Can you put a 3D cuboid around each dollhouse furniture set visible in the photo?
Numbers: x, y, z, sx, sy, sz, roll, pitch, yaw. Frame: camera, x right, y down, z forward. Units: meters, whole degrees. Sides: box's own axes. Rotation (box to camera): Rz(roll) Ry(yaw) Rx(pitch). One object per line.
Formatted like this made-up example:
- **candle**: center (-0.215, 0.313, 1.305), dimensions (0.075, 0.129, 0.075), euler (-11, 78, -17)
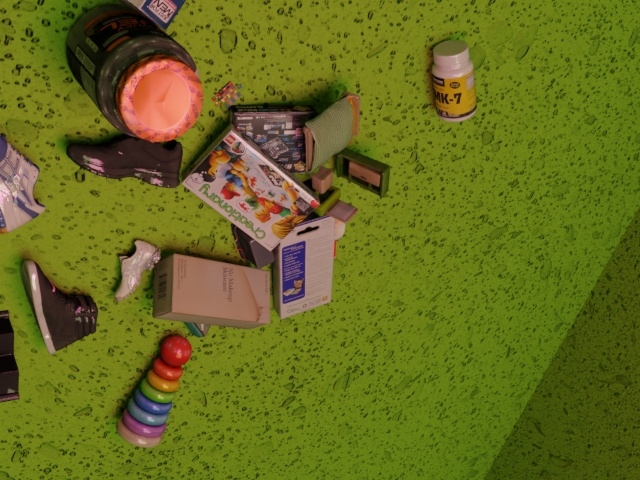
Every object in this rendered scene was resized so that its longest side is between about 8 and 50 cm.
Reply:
- **dollhouse furniture set**: center (0.073, -0.209, 1.869), dimensions (0.197, 0.151, 0.302), euler (-47, 153, -32)

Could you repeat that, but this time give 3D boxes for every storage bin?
- **storage bin**: center (-0.186, 0.012, 1.985), dimensions (0.098, 0.091, 0.135), euler (-28, 130, -16)

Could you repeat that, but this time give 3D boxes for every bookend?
- **bookend**: center (-0.772, 0.279, 1.712), dimensions (0.072, 0.157, 0.156), euler (-5, 122, -33)

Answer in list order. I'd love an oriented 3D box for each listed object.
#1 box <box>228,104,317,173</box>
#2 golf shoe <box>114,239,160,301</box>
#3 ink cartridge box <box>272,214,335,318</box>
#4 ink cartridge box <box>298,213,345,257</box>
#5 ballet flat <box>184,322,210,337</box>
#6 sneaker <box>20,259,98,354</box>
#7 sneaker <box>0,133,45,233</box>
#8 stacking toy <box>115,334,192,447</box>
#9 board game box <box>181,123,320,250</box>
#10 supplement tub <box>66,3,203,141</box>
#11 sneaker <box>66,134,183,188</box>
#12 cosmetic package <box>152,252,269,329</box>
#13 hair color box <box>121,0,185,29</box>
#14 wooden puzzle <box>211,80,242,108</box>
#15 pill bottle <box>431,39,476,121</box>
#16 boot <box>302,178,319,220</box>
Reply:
- **box**: center (-0.125, -0.258, 1.839), dimensions (0.220, 0.051, 0.175), euler (-4, 122, -16)
- **golf shoe**: center (-0.493, 0.074, 1.847), dimensions (0.086, 0.069, 0.176), euler (36, 93, -24)
- **ink cartridge box**: center (-0.050, 0.067, 2.095), dimensions (0.175, 0.069, 0.371), euler (-18, 138, -20)
- **ink cartridge box**: center (0.000, 0.000, 2.139), dimensions (0.145, 0.045, 0.179), euler (-13, 123, -27)
- **ballet flat**: center (-0.373, 0.192, 2.005), dimensions (0.068, 0.072, 0.213), euler (-58, 140, -27)
- **sneaker**: center (-0.636, 0.144, 1.760), dimensions (0.146, 0.104, 0.296), euler (-21, 135, -24)
- **sneaker**: center (-0.680, -0.165, 1.534), dimensions (0.131, 0.111, 0.297), euler (-31, 136, -38)
- **stacking toy**: center (-0.461, 0.422, 2.056), dimensions (0.141, 0.141, 0.330), euler (20, 101, -41)
- **board game box**: center (-0.176, -0.130, 1.827), dimensions (0.305, 0.053, 0.193), euler (38, 110, -24)
- **supplement tub**: center (-0.375, -0.338, 1.447), dimensions (0.207, 0.338, 0.207), euler (-18, 128, -25)
- **sneaker**: center (-0.449, -0.205, 1.664), dimensions (0.286, 0.109, 0.130), euler (5, 106, -44)
- **cosmetic package**: center (-0.291, 0.143, 1.937), dimensions (0.309, 0.113, 0.160), euler (11, 69, -39)
- **hair color box**: center (-0.291, -0.613, 1.405), dimensions (0.347, 0.173, 0.105), euler (-55, 161, 2)
- **wooden puzzle**: center (-0.227, -0.359, 1.765), dimensions (0.083, 0.006, 0.049), euler (-44, 134, -2)
- **pill bottle**: center (0.381, -0.456, 2.043), dimensions (0.119, 0.119, 0.209), euler (-29, 131, -16)
- **boot**: center (-0.077, -0.081, 2.004), dimensions (0.219, 0.082, 0.106), euler (-28, 129, -19)
